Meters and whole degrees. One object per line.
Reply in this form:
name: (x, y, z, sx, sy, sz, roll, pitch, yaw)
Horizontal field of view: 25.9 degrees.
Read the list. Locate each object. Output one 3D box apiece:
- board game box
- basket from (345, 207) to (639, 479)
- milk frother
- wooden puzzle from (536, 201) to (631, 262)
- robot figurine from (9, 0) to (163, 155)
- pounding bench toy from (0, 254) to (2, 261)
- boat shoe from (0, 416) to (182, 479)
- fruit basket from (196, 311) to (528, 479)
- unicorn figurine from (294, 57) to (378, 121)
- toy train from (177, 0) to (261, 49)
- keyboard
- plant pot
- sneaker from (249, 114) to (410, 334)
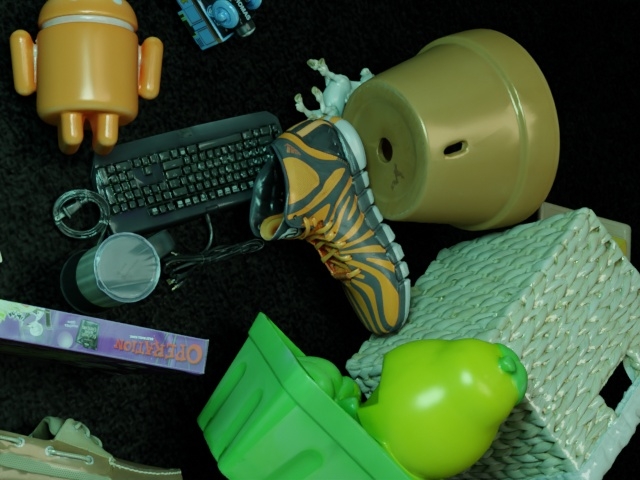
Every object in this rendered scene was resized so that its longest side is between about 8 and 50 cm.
board game box: (-0.327, 0.106, 1.584, 0.347, 0.208, 0.056, 15, 73, -35)
basket: (0.276, 0.167, 1.975, 0.266, 0.331, 0.328, 54, 54, -15)
milk frother: (-0.266, 0.006, 1.692, 0.143, 0.135, 0.129, 43, 64, -15)
wooden puzzle: (0.441, 0.060, 2.306, 0.239, 0.044, 0.221, 14, 73, -36)
robot figurine: (-0.290, -0.218, 1.724, 0.128, 0.158, 0.219, 19, 68, -65)
pounding bench toy: (-0.407, 0.024, 1.626, 0.052, 0.065, 0.083, -19, 94, -39)
boat shoe: (-0.301, 0.263, 1.635, 0.324, 0.123, 0.116, 10, 74, -38)
fruit basket: (0.081, 0.234, 1.785, 0.392, 0.283, 0.392, -4, 107, -15)
unicorn figurine: (0.023, -0.215, 2.022, 0.111, 0.060, 0.162, 40, 74, -37)
toy train: (-0.158, -0.347, 1.865, 0.080, 0.105, 0.184, -46, 111, -38)
keyboard: (-0.153, -0.054, 1.865, 0.317, 0.033, 0.201, -18, 94, -38)
plant pot: (0.165, -0.145, 1.975, 0.203, 0.291, 0.291, -13, 90, -35)
sneaker: (0.000, 0.000, 1.912, 0.180, 0.125, 0.321, -26, 96, -41)
